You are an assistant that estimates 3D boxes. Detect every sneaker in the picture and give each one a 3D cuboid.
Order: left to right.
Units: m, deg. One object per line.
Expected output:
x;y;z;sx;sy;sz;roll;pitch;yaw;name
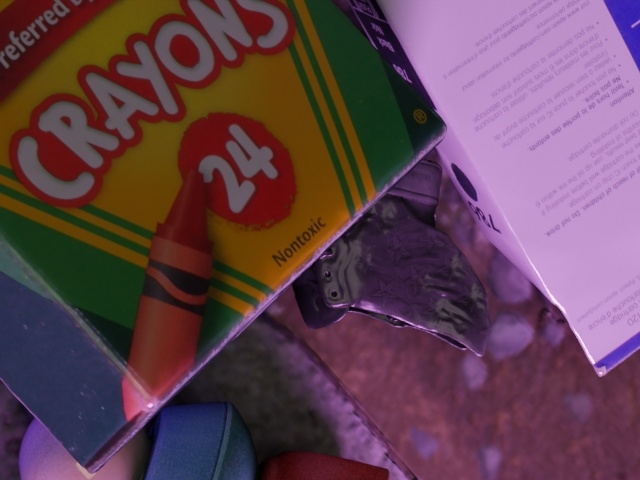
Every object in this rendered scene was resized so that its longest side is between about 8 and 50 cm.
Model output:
-0.001;0.000;0.901;0.170;0.051;0.089;8;87;-16;sneaker

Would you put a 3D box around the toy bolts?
-0.073;0.170;0.832;0.158;0.218;0.228;18;71;-7;toy bolts

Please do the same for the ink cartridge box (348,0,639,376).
0.106;-0.114;0.890;0.165;0.065;0.332;-35;113;-9;ink cartridge box

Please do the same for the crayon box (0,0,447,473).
-0.126;-0.092;0.784;0.318;0.081;0.202;46;53;0;crayon box
